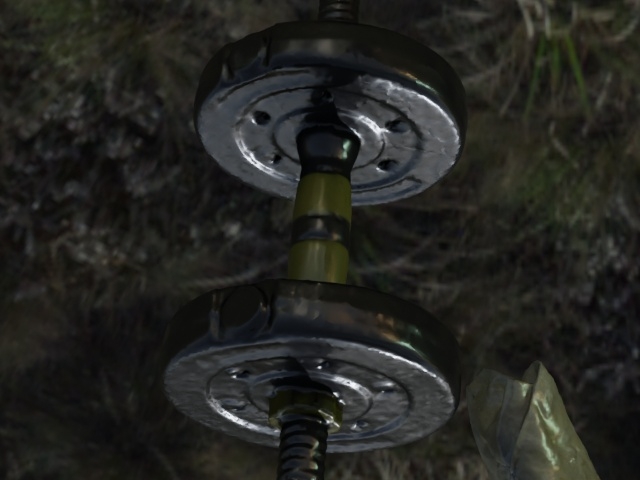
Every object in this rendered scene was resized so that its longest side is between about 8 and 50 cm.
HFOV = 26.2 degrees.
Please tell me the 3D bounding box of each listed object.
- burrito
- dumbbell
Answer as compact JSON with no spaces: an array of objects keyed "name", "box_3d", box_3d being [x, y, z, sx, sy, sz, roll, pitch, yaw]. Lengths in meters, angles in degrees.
[{"name":"burrito","box_3d":[0.149,0.175,0.799,0.087,0.060,0.226,-33,82,55]},{"name":"dumbbell","box_3d":[0.000,0.000,0.685,0.143,0.325,0.143,4,151,2]}]
